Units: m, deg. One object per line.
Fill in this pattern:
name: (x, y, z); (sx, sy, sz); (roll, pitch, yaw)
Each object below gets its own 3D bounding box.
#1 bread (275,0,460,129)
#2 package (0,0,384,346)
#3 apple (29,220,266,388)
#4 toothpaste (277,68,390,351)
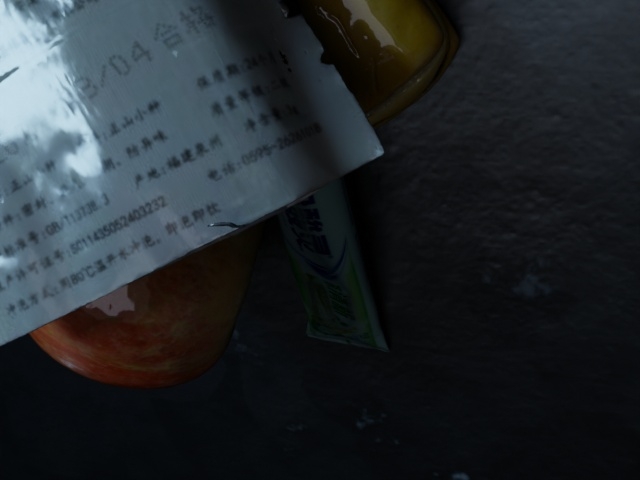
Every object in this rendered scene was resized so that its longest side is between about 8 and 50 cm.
bread: (-0.010, -0.154, 0.505); (0.116, 0.077, 0.200); (-36, 105, 27)
package: (-0.122, -0.078, 0.432); (0.251, 0.062, 0.203); (-27, 90, 2)
apple: (-0.127, -0.003, 0.565); (0.164, 0.209, 0.209); (18, 128, -10)
toothpaste: (0.000, 0.000, 0.578); (0.075, 0.048, 0.296); (8, 144, 18)
